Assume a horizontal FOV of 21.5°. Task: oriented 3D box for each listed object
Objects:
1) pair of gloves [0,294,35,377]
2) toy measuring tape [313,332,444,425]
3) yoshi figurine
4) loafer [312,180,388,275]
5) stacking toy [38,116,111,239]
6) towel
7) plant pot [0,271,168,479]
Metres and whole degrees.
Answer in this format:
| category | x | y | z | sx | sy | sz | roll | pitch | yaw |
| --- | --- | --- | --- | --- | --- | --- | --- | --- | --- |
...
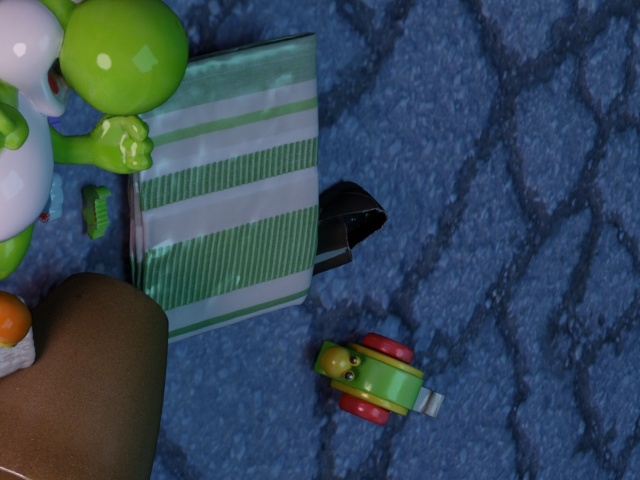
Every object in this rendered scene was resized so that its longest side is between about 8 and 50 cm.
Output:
| category | x | y | z | sx | sy | sz | roll | pitch | yaw |
| --- | --- | --- | --- | --- | --- | --- | --- | --- | --- |
| pair of gloves | -0.378 | 0.051 | 1.532 | 0.204 | 0.042 | 0.240 | -30 | 113 | -32 |
| toy measuring tape | 0.108 | 0.198 | 2.231 | 0.330 | 0.121 | 0.121 | 29 | 82 | -53 |
| yoshi figurine | -0.233 | -0.086 | 1.437 | 0.203 | 0.203 | 0.362 | 25 | 87 | -20 |
| loafer | 0.000 | 0.000 | 2.037 | 0.220 | 0.078 | 0.080 | -41 | 134 | -33 |
| stacking toy | -0.275 | -0.081 | 1.683 | 0.167 | 0.052 | 0.221 | -23 | 123 | -44 |
| towel | -0.109 | -0.054 | 1.870 | 0.248 | 0.038 | 0.324 | -15 | 117 | -30 |
| plant pot | -0.253 | 0.169 | 1.701 | 0.237 | 0.237 | 0.254 | 59 | 45 | -46 |
